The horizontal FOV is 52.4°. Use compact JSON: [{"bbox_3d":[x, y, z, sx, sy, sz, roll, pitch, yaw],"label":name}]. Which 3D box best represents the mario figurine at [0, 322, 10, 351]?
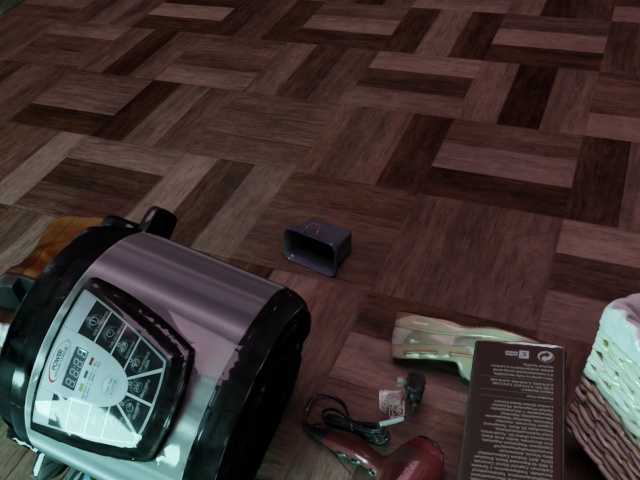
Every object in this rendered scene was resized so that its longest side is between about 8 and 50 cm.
[{"bbox_3d":[-0.622,0.255,1.162,0.320,0.170,0.198,-27,79,-9],"label":"mario figurine"}]

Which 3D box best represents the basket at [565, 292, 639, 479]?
[{"bbox_3d":[0.564,0.245,0.873,0.328,0.267,0.331,-9,41,-21],"label":"basket"}]

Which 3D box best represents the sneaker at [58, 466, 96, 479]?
[{"bbox_3d":[-0.401,0.341,1.114,0.078,0.067,0.188,1,46,2],"label":"sneaker"}]

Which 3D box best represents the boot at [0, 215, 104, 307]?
[{"bbox_3d":[-0.554,0.048,1.470,0.263,0.096,0.281,-3,35,17],"label":"boot"}]

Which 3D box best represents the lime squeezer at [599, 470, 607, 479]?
[{"bbox_3d":[0.396,0.395,0.936,0.109,0.059,0.310,14,48,22],"label":"lime squeezer"}]

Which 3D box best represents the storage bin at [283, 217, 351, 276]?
[{"bbox_3d":[0.000,0.000,1.409,0.135,0.098,0.091,20,39,28],"label":"storage bin"}]

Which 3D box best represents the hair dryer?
[{"bbox_3d":[0.086,0.354,1.038,0.223,0.080,0.294,-18,35,13],"label":"hair dryer"}]

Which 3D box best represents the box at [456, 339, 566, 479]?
[{"bbox_3d":[0.263,0.342,0.895,0.143,0.191,0.382,1,38,18],"label":"box"}]

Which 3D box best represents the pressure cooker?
[{"bbox_3d":[-0.265,0.183,0.982,0.420,0.376,0.370,22,40,12],"label":"pressure cooker"}]

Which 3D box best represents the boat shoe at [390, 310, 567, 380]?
[{"bbox_3d":[0.273,0.197,1.150,0.302,0.109,0.098,9,85,18],"label":"boat shoe"}]
